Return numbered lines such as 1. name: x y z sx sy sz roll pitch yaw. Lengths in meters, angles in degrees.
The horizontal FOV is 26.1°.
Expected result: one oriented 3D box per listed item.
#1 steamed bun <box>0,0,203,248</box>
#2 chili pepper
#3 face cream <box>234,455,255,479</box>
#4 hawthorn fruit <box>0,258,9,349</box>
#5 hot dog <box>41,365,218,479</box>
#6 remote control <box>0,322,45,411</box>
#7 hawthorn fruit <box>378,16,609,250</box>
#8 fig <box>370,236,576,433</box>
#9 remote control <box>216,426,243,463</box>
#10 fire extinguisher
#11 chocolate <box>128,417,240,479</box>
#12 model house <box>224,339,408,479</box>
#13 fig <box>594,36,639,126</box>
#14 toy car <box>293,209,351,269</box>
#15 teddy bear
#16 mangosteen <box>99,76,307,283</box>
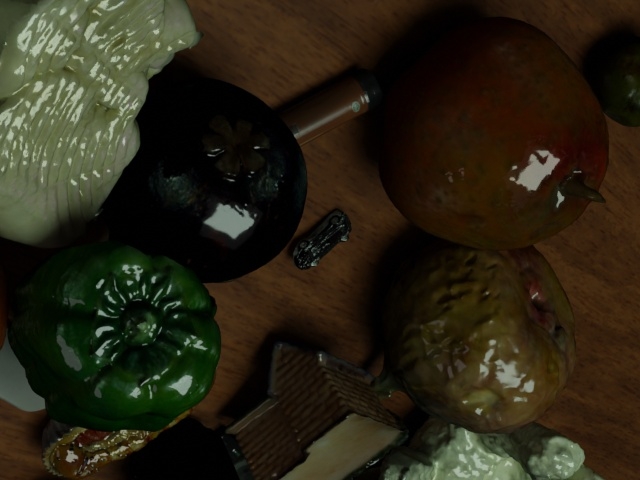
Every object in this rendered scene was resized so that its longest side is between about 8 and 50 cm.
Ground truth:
1. steamed bun: -0.268 -0.165 1.237 0.320 0.206 0.275 -60 155 8
2. chili pepper: -0.206 0.105 1.365 0.213 0.385 0.167 17 81 -13
3. face cream: -0.083 0.417 1.950 0.101 0.101 0.251 -27 136 -22
4. hawthorn fruit: -0.392 0.065 1.328 0.299 0.211 0.211 -5 128 -61
5. hot dog: -0.228 0.196 1.668 0.253 0.069 0.131 -36 140 -10
6. remote control: -0.364 0.124 1.528 0.077 0.022 0.245 -48 139 -2
7. hawthorn fruit: 0.221 -0.105 1.630 0.277 0.298 0.277 -27 136 -30
8. fig: 0.151 0.149 1.882 0.369 0.286 0.286 -26 146 24
9. remote control: -0.202 0.348 1.849 0.245 0.025 0.063 -43 139 -3
10. fire extinguisher: -0.010 -0.137 1.596 0.177 0.050 0.062 -30 113 -17
11. chocolate: -0.196 0.329 1.771 0.156 0.156 0.133 -6 144 -38
12. model house: -0.020 0.227 1.811 0.183 0.172 0.166 -41 147 14
13. fig: 0.429 -0.218 1.892 0.133 0.185 0.126 -27 101 -2
14. toy car: 0.000 0.000 1.737 0.093 0.025 0.041 -38 138 -15
15. teddy bear: 0.183 0.425 2.029 0.362 0.375 0.327 -54 129 -13
16. mangosteen: -0.126 -0.051 1.458 0.243 0.243 0.243 -23 135 -25
